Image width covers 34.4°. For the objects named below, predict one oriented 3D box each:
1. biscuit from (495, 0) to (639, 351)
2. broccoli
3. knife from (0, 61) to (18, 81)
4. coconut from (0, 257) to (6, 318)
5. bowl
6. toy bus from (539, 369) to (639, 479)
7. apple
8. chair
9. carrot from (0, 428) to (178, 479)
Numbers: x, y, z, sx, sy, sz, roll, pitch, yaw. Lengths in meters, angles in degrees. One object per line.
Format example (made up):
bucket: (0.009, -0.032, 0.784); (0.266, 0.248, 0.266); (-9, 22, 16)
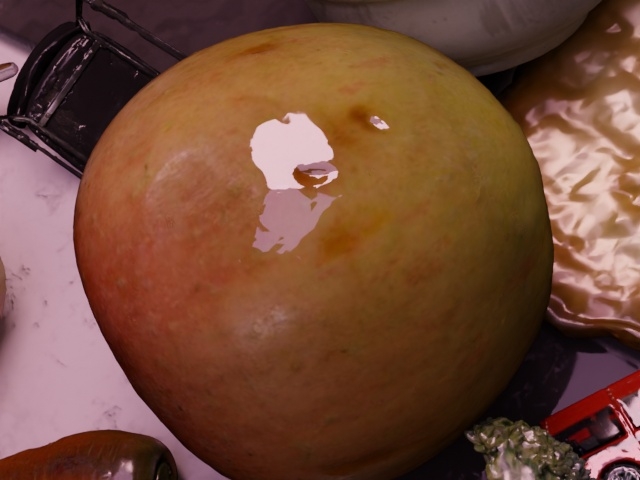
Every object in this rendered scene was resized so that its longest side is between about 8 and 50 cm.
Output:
biscuit: (0.284, -0.073, 0.820); (0.329, 0.078, 0.335); (7, 77, 21)
broccoli: (0.089, 0.195, 0.670); (0.204, 0.118, 0.122); (-25, 88, -7)
knife: (-0.377, -0.138, 1.015); (0.256, 0.046, 0.022); (-10, 116, 34)
coconut: (-0.399, 0.048, 0.928); (0.237, 0.237, 0.197); (12, 120, 19)
bowl: (0.116, -0.239, 0.829); (0.307, 0.163, 0.307); (-16, 31, 10)
toy bus: (0.265, 0.137, 0.763); (0.195, 0.081, 0.089); (-29, 59, 8)
apple: (0.000, 0.000, 0.744); (0.305, 0.338, 0.338); (-30, 69, 3)
chair: (-0.211, -0.129, 0.968); (0.145, 0.221, 0.140); (35, 85, -21)
carrot: (-0.219, 0.207, 0.885); (0.193, 0.087, 0.087); (-8, 73, 18)
